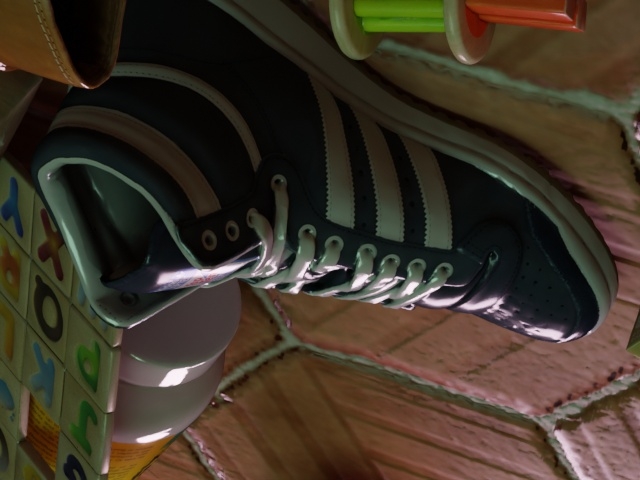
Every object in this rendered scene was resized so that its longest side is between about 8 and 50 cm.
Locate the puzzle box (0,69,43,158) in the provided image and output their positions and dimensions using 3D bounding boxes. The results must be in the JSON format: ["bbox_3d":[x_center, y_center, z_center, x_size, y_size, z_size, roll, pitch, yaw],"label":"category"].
[{"bbox_3d":[-0.345,-0.121,0.942,0.409,0.052,0.272,39,142,-2],"label":"puzzle box"}]

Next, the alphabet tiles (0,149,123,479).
[{"bbox_3d":[-0.171,0.036,0.982,0.237,0.009,0.198,42,136,38],"label":"alphabet tiles"}]

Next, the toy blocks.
[{"bbox_3d":[0.071,-0.121,0.745,0.148,0.054,0.123,4,138,26],"label":"toy blocks"}]

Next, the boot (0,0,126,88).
[{"bbox_3d":[-0.168,-0.103,0.715,0.220,0.109,0.283,21,131,15],"label":"boot"}]

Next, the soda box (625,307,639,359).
[{"bbox_3d":[0.213,0.007,0.811,0.058,0.061,0.181,34,143,-10],"label":"soda box"}]

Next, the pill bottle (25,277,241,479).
[{"bbox_3d":[-0.122,0.071,1.042,0.117,0.118,0.208,32,143,-8],"label":"pill bottle"}]

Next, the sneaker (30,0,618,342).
[{"bbox_3d":[0.000,0.000,0.851,0.282,0.153,0.099,35,143,-12],"label":"sneaker"}]
